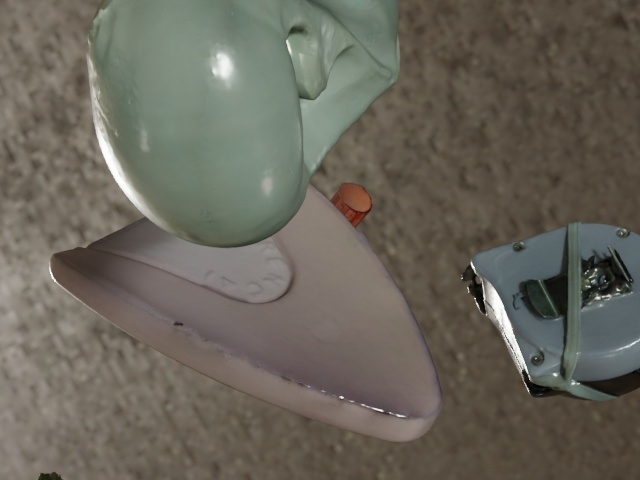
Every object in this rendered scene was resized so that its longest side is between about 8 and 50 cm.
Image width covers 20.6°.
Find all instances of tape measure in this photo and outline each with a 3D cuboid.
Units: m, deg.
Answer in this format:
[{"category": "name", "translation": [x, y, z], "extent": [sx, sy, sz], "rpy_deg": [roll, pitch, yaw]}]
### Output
[{"category": "tape measure", "translation": [0.258, 0.066, 1.719], "extent": [0.107, 0.181, 0.182], "rpy_deg": [73, 170, -48]}]

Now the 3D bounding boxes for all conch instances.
[{"category": "conch", "translation": [-0.033, -0.098, 0.842], "extent": [0.121, 0.221, 0.185], "rpy_deg": [26, 124, 10]}]

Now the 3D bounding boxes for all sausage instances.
[{"category": "sausage", "translation": [0.000, 0.000, 1.533], "extent": [0.034, 0.034, 0.129], "rpy_deg": [54, 134, 15]}]

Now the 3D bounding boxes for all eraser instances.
[{"category": "eraser", "translation": [-0.025, 0.053, 1.131], "extent": [0.243, 0.204, 0.059], "rpy_deg": [40, 132, 22]}]

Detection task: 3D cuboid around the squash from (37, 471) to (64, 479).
[{"category": "squash", "translation": [-0.243, 0.334, 1.522], "extent": [0.080, 0.071, 0.318], "rpy_deg": [56, -161, -52]}]
